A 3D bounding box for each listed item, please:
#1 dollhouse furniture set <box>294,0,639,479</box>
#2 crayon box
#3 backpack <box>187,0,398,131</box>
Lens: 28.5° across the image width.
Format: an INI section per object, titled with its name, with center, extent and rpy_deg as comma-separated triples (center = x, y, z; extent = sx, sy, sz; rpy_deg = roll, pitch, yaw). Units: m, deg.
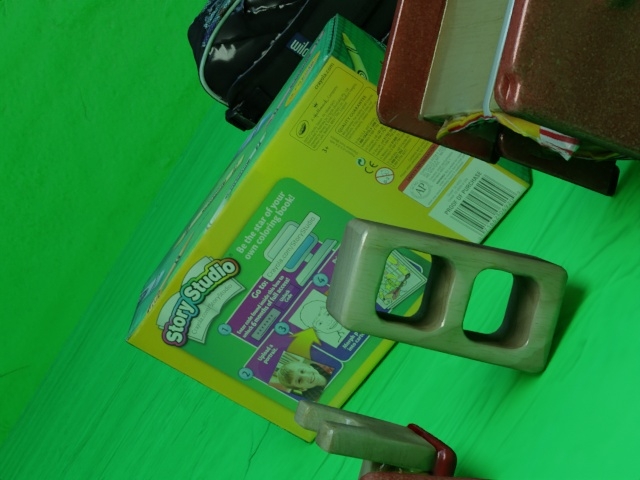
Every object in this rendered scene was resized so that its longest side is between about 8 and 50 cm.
[dollhouse furniture set]
center = 0.102, 0.028, 0.617
extent = 0.201, 0.152, 0.374
rpy_deg = -160, 83, -76
[crayon box]
center = 0.000, 0.000, 0.909
extent = 0.278, 0.165, 0.081
rpy_deg = -52, 15, 26
[backpack]
center = 0.029, -0.214, 1.142
extent = 0.253, 0.225, 0.191
rpy_deg = -49, 26, 24
